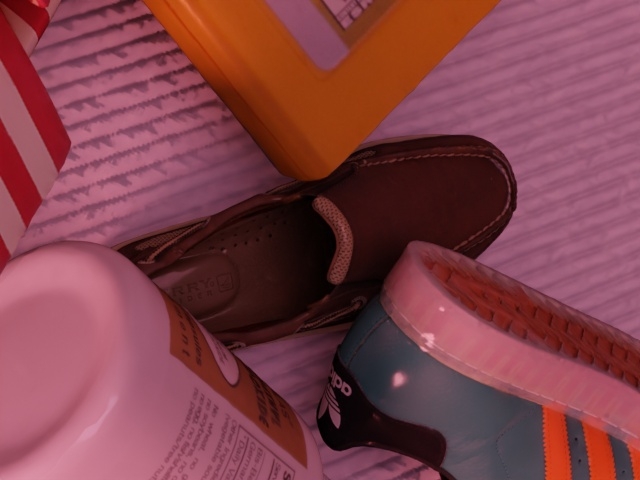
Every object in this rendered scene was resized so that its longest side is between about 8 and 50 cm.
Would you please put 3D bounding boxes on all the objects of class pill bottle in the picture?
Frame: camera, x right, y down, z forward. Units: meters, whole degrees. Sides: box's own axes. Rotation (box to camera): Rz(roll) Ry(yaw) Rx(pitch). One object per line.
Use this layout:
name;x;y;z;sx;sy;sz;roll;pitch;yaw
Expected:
pill bottle;-0.073;0.111;0.757;0.131;0.131;0.229;-57;135;-14

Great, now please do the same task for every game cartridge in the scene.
game cartridge;-0.007;-0.240;0.801;0.285;0.052;0.324;-46;117;-15

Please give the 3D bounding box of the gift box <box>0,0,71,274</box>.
gift box;-0.236;-0.078;0.653;0.255;0.258;0.276;26;54;-16

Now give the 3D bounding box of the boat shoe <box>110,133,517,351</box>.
boat shoe;0.003;0.008;0.851;0.257;0.095;0.095;-23;93;-19

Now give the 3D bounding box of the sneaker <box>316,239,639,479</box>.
sneaker;0.130;0.111;0.892;0.302;0.108;0.121;28;110;-26
